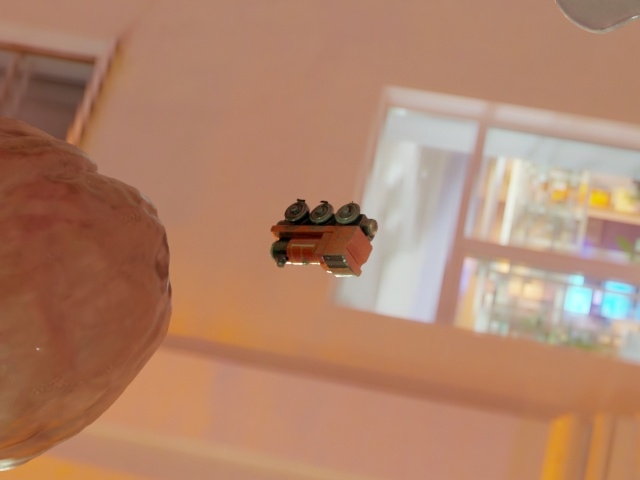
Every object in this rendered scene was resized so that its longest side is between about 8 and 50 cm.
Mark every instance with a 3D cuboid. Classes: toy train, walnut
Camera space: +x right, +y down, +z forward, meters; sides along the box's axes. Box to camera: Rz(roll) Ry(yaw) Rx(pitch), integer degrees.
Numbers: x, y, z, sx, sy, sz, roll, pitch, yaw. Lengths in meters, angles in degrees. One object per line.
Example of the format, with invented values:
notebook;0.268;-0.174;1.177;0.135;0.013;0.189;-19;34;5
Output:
toy train;0.000;0.000;1.507;0.044;0.103;0.064;55;-131;-40
walnut;-0.271;0.042;1.317;0.285;0.296;0.285;-35;-36;-31

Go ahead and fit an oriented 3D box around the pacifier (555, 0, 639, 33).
pacifier;0.213;-0.205;1.144;0.117;0.150;0.126;23;-103;-54
